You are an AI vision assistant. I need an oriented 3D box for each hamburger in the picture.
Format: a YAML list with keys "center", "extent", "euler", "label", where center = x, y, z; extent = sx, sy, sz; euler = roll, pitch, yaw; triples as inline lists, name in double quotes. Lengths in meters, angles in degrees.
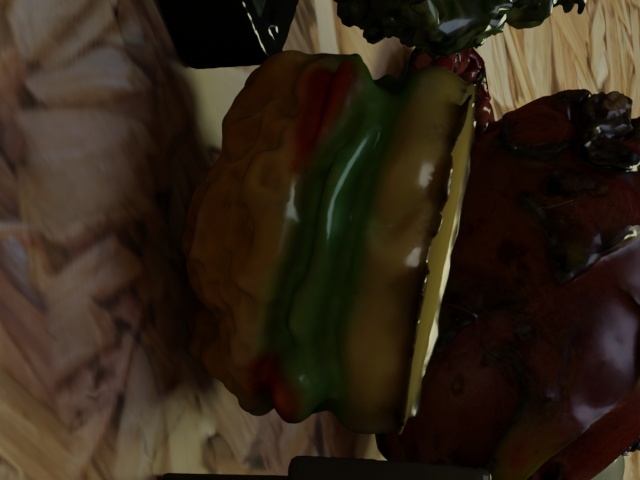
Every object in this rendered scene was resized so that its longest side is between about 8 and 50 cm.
- center: [0.000, 0.000, 1.100]
  extent: [0.237, 0.148, 0.237]
  euler: [11, 90, -85]
  label: "hamburger"

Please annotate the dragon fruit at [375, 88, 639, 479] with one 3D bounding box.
- center: [0.147, 0.057, 1.364]
  extent: [0.250, 0.250, 0.315]
  euler: [42, 47, -63]
  label: "dragon fruit"

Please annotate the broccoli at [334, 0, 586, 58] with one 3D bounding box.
- center: [0.085, -0.237, 1.086]
  extent: [0.248, 0.245, 0.288]
  euler: [65, 10, -2]
  label: "broccoli"

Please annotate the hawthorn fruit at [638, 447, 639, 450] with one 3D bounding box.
- center: [0.397, 0.071, 1.991]
  extent: [0.295, 0.295, 0.311]
  euler: [-46, 132, -63]
  label: "hawthorn fruit"

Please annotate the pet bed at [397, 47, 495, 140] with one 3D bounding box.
- center: [0.095, -0.054, 1.522]
  extent: [0.201, 0.053, 0.201]
  euler: [3, 90, -68]
  label: "pet bed"

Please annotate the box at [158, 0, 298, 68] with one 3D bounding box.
- center: [-0.078, -0.282, 1.077]
  extent: [0.350, 0.058, 0.211]
  euler: [66, 30, -44]
  label: "box"

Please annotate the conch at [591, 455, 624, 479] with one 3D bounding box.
- center: [0.216, 0.212, 1.808]
  extent: [0.176, 0.094, 0.104]
  euler: [-19, 122, -42]
  label: "conch"

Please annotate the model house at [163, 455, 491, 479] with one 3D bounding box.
- center: [0.033, 0.223, 1.038]
  extent: [0.204, 0.243, 0.211]
  euler: [29, 61, -67]
  label: "model house"
